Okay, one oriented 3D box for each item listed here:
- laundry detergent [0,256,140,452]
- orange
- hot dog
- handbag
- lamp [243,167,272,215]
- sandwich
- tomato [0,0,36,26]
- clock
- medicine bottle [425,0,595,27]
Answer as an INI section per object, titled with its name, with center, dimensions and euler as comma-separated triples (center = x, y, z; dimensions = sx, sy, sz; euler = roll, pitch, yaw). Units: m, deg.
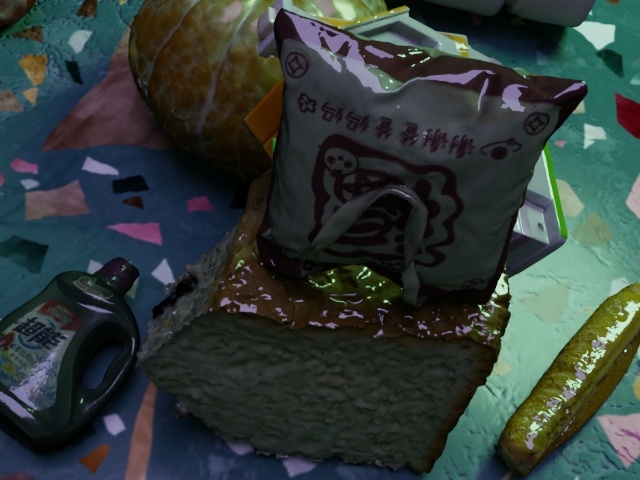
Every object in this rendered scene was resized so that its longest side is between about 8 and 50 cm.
[laundry detergent]
center = -0.257, 0.105, 0.935
dimensions = 0.144, 0.078, 0.221
euler = 33, 56, 12
[orange]
center = -0.064, -0.229, 1.077
dimensions = 0.329, 0.249, 0.329
euler = 3, 51, -3
[hot dog]
center = 0.287, 0.146, 0.985
dimensions = 0.068, 0.083, 0.289
euler = 30, 55, 35
[handbag]
center = 0.059, -0.053, 0.672
dimensions = 0.213, 0.235, 0.127
euler = 12, 48, 1
[lamp]
center = 0.000, 0.000, 0.993
dimensions = 0.185, 0.161, 0.161
euler = 11, 56, -6
[sandwich]
center = -0.008, 0.100, 0.860
dimensions = 0.325, 0.262, 0.131
euler = 7, 50, -4
[tomato]
center = -0.438, -0.344, 1.201
dimensions = 0.159, 0.091, 0.139
euler = -33, 53, 4
[clock]
center = 0.067, -0.107, 0.876
dimensions = 0.309, 0.166, 0.235
euler = 20, 52, -31
[medicine bottle]
center = 0.210, -0.445, 1.278
dimensions = 0.388, 0.219, 0.219
euler = 14, 56, 3
